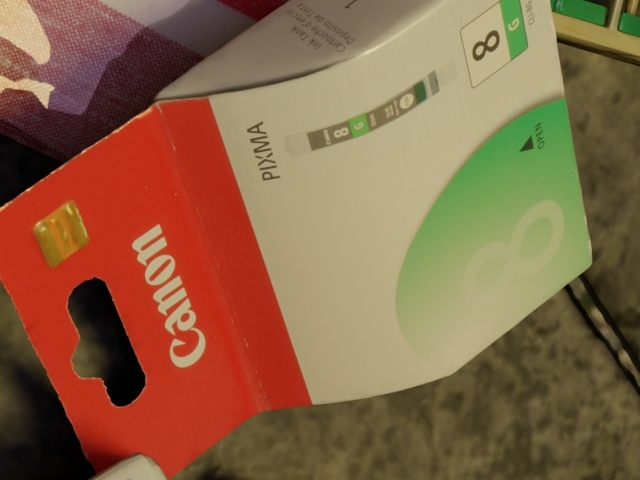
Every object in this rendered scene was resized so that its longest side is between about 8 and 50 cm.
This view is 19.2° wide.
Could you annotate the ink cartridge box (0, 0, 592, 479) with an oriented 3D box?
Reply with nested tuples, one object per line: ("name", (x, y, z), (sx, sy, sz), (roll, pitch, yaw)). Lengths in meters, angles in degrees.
("ink cartridge box", (0.000, 0.000, 0.717), (0.224, 0.056, 0.181), (-38, 139, -20))

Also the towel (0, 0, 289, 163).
("towel", (-0.039, -0.178, 0.664), (0.237, 0.037, 0.329), (26, 104, -28))

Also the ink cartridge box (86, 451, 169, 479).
("ink cartridge box", (-0.096, 0.253, 0.673), (0.239, 0.060, 0.275), (-30, 81, -7))

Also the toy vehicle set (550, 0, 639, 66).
("toy vehicle set", (0.169, -0.156, 0.830), (0.266, 0.035, 0.166), (12, 92, -28))
